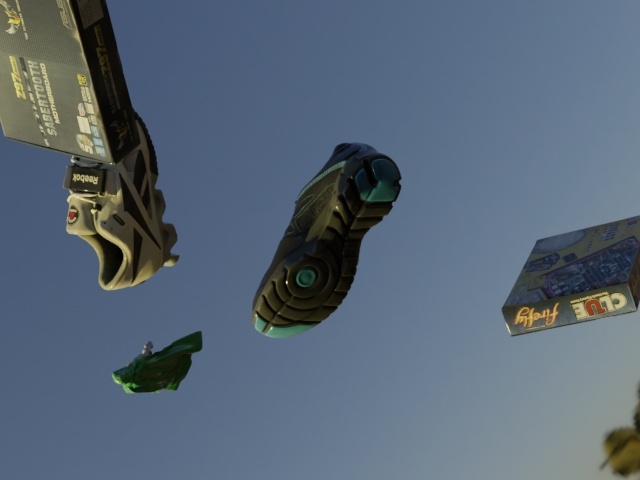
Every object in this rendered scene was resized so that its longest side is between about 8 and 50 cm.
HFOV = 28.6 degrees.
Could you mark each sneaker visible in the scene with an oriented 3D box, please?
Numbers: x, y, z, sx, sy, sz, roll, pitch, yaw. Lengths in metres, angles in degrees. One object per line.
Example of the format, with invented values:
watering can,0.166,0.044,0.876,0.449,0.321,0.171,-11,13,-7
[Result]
sneaker,-0.318,-0.078,1.848,0.146,0.122,0.330,-35,-64,-40
sneaker,0.000,0.000,1.981,0.125,0.139,0.341,32,-83,-30

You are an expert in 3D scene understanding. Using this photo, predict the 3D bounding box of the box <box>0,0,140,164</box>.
box,-0.321,-0.213,1.486,0.059,0.183,0.233,-45,-41,-41

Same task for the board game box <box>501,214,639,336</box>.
board game box,0.343,0.042,1.646,0.165,0.042,0.243,-14,15,26

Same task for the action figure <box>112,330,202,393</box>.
action figure,-0.319,0.241,2.389,0.232,0.063,0.137,-10,-58,-65
